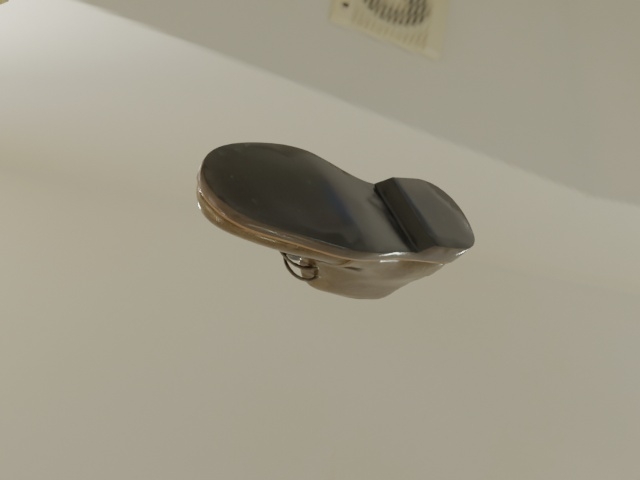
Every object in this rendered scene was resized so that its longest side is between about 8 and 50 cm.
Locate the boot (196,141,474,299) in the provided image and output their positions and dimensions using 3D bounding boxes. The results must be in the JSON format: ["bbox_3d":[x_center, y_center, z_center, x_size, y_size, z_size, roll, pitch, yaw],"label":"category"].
[{"bbox_3d":[0.000,0.000,0.997,0.305,0.115,0.112,12,-135,-47],"label":"boot"}]

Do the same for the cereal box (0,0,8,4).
[{"bbox_3d":[-0.300,-0.296,0.972,0.047,0.173,0.240,13,-102,-43],"label":"cereal box"}]
